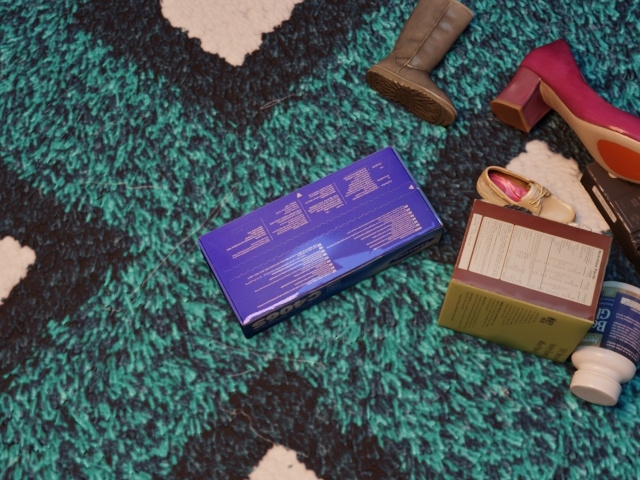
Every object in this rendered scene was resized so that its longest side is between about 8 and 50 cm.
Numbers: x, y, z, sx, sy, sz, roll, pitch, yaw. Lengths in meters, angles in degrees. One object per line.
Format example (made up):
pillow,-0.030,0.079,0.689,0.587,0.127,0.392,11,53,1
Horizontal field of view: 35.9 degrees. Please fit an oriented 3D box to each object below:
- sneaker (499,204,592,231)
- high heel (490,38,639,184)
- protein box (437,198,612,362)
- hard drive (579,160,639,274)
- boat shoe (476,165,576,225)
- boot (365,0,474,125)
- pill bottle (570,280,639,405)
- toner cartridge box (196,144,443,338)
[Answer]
sneaker,0.344,0.004,1.548,0.191,0.083,0.071,21,70,35
high heel,0.457,-0.217,1.553,0.377,0.127,0.181,33,74,37
protein box,0.294,0.063,1.448,0.201,0.200,0.136,17,68,8
hard drive,0.622,-0.079,1.580,0.339,0.064,0.236,-25,69,-9
boat shoe,0.331,-0.068,1.581,0.170,0.059,0.063,24,69,11
boot,0.201,-0.314,1.692,0.190,0.076,0.208,35,65,13
pill bottle,0.428,0.154,1.465,0.094,0.094,0.169,20,68,9
toner cartridge box,0.000,0.000,1.549,0.348,0.075,0.165,-26,70,-10
